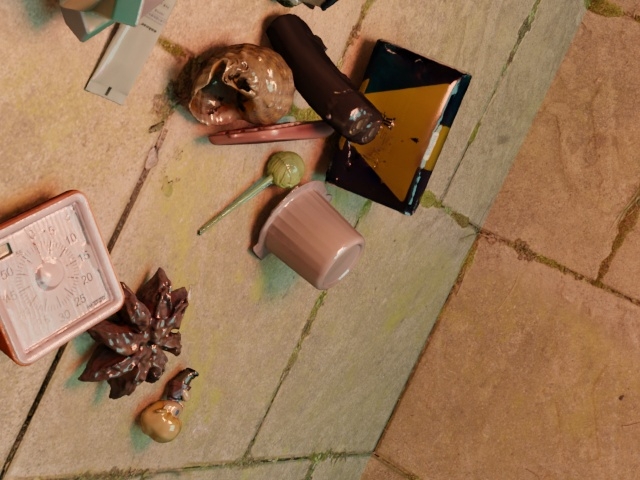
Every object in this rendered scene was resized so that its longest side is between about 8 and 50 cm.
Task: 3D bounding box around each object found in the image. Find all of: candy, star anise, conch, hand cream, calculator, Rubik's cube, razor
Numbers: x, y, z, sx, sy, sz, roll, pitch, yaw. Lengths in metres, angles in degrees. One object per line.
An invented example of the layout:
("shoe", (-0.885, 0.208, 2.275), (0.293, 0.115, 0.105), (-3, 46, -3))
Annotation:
("candy", (-0.171, -0.111, 2.240), (0.335, 0.092, 0.093), (-39, 174, -23))
("star anise", (-0.408, 0.218, 2.064), (0.331, 0.117, 0.332), (-36, 136, -44))
("conch", (-0.172, -0.344, 1.937), (0.291, 0.210, 0.159), (42, 44, -65))
("hand cream", (-0.335, -0.411, 1.738), (0.321, 0.067, 0.109), (-61, 153, 6))
("calculator", (-0.109, -0.243, 2.071), (0.329, 0.220, 0.048), (-17, 105, -58))
("Rubik's cube", (-0.360, -0.453, 1.492), (0.224, 0.212, 0.265), (6, 109, -60))
("razor", (0.005, -0.358, 2.047), (0.107, 0.327, 0.189), (-41, 159, 13))

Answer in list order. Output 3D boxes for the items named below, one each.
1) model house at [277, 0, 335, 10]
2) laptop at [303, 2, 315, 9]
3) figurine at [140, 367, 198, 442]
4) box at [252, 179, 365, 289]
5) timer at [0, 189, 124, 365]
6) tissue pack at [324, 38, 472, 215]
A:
("model house", (0.019, -0.591, 1.911), (0.184, 0.291, 0.253), (-38, 142, -22))
("laptop", (-0.010, -0.638, 2.112), (0.129, 0.016, 0.180), (18, 99, -60))
("figurine", (-0.373, 0.417, 2.307), (0.108, 0.114, 0.196), (42, 60, -15))
("box", (0.000, 0.000, 2.394), (0.291, 0.206, 0.262), (-22, 149, -50))
("timer", (-0.528, 0.055, 1.703), (0.257, 0.161, 0.250), (-34, 132, -41))
("tissue pack", (0.207, -0.299, 2.453), (0.253, 0.264, 0.417), (-40, 152, -77))
